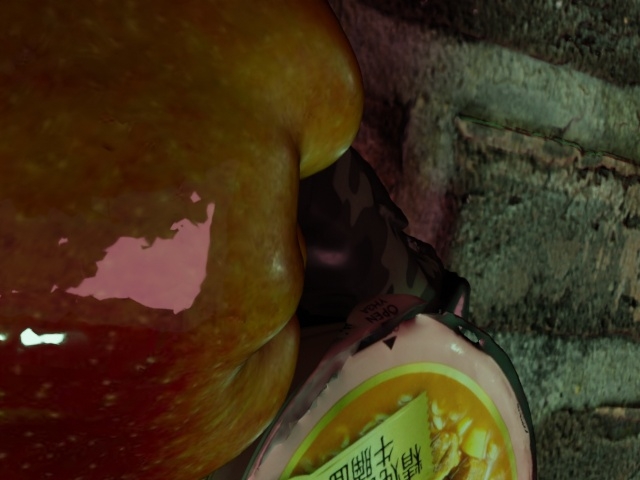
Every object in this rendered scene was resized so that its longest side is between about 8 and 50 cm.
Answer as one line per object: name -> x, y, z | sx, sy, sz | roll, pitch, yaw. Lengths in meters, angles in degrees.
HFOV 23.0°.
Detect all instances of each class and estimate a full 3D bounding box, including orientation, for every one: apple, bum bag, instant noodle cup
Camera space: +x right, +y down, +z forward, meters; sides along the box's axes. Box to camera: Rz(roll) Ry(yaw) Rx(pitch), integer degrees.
apple -> -0.149, -0.032, 0.616 | 0.317, 0.288, 0.288 | 11, 94, -6
bum bag -> 0.000, 0.000, 0.946 | 0.144, 0.095, 0.340 | -64, 144, -23
instant noodle cup -> -0.056, 0.129, 0.796 | 0.244, 0.255, 0.244 | -15, 111, -45
